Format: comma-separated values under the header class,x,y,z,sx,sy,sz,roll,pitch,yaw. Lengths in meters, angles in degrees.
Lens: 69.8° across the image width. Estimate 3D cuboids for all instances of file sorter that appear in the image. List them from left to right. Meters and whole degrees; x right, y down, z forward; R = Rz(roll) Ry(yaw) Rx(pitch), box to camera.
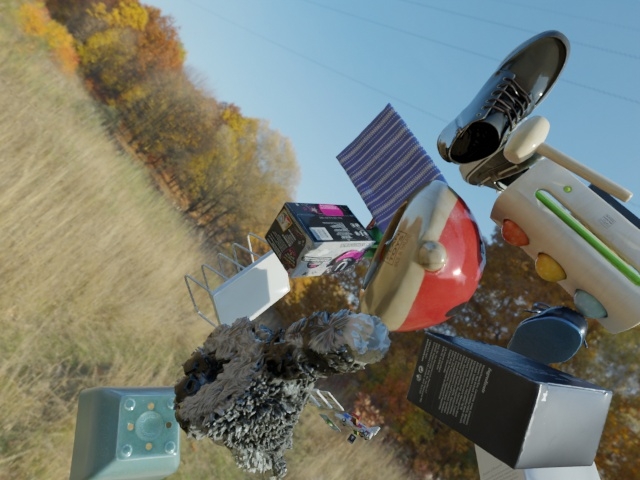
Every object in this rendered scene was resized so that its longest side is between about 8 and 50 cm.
class,x,y,z,sx,sy,sz,roll,pitch,yaw
file sorter,-0.262,0.132,1.456,0.173,0.278,0.192,25,-43,34

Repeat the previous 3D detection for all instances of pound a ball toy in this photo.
class,x,y,z,sx,sy,sz,roll,pitch,yaw
pound a ball toy,0.389,-0.014,0.722,0.319,0.136,0.208,50,-2,22

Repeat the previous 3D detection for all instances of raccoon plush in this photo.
class,x,y,z,sx,sy,sz,roll,pitch,yaw
raccoon plush,-0.042,0.302,0.799,0.447,0.216,0.299,-11,-50,35

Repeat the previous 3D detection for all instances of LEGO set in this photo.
class,x,y,z,sx,sy,sz,roll,pitch,yaw
LEGO set,0.060,0.527,1.398,0.244,0.060,0.182,51,-33,-11

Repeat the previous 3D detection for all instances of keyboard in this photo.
class,x,y,z,sx,sy,sz,roll,pitch,yaw
keyboard,0.781,-0.069,1.241,0.180,0.108,0.023,46,-26,15

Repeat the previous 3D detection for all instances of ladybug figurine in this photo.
class,x,y,z,sx,sy,sz,roll,pitch,yaw
ladybug figurine,0.193,0.044,0.880,0.162,0.305,0.449,26,2,4

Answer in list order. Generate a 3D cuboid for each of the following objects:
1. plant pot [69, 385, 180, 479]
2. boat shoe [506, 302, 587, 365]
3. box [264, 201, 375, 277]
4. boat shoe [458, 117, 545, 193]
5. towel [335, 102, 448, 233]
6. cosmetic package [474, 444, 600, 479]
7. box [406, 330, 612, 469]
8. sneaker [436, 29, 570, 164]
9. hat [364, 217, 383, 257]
class,x,y,z,sx,sy,sz,roll,pitch,yaw
plant pot,-0.481,0.495,1.193,0.248,0.247,0.252,12,-29,-33
boat shoe,0.398,0.165,0.826,0.109,0.089,0.258,42,-20,16
box,0.000,0.000,1.287,0.247,0.142,0.163,-2,47,-44
boat shoe,0.393,-0.158,1.011,0.119,0.121,0.335,61,5,10
towel,0.195,-0.203,1.337,0.040,0.243,0.336,7,48,-50
cosmetic package,0.487,0.522,1.033,0.217,0.385,0.156,19,-49,-10
box,0.217,0.183,0.540,0.156,0.093,0.158,17,-1,-32
sneaker,0.254,-0.182,0.613,0.083,0.222,0.118,40,18,-5
hat,0.179,-0.049,1.499,0.209,0.183,0.173,-11,-18,44
